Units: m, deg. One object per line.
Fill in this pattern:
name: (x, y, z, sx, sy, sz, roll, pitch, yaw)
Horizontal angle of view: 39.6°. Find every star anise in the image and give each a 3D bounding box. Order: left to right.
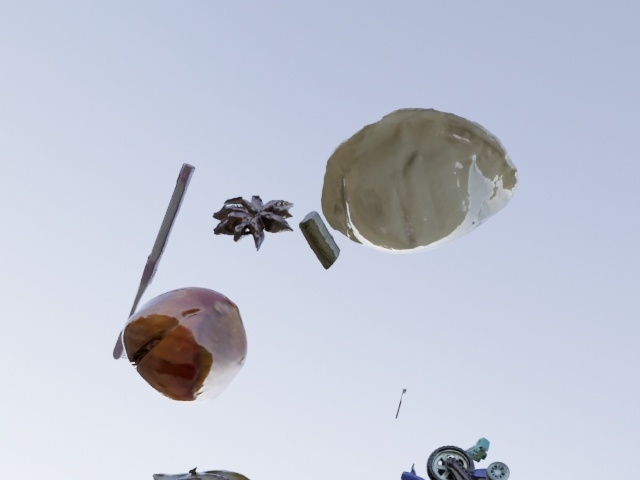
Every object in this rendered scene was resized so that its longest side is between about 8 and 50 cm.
star anise: (-0.134, -0.050, 1.909, 0.182, 0.195, 0.065, 31, -47, 41)

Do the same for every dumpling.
dumpling: (0.193, -0.122, 1.739, 0.395, 0.233, 0.315, -1, -44, 4)

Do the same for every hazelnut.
hazelnut: (-0.193, 0.143, 1.290, 0.182, 0.182, 0.182, 23, -49, 29)

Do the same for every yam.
yam: (0.000, 0.000, 1.445, 0.043, 0.043, 0.094, -23, -77, 48)

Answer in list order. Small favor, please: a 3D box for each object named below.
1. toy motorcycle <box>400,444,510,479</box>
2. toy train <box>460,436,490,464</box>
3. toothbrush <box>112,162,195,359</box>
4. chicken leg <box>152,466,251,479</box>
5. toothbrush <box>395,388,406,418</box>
toy motorcycle: (0.291, 0.496, 1.609, 0.315, 0.169, 0.113, 33, -33, 33)
toy train: (0.304, 0.430, 1.788, 0.029, 0.045, 0.092, 36, -44, -10)
toothbrush: (-0.275, 0.039, 1.479, 0.024, 0.029, 0.354, 27, -81, 34)
chicken leg: (-0.239, 0.354, 1.039, 0.429, 0.152, 0.201, -5, -32, 7)
toothbrush: (0.179, 0.364, 1.980, 0.006, 0.008, 0.097, -108, -157, -50)
